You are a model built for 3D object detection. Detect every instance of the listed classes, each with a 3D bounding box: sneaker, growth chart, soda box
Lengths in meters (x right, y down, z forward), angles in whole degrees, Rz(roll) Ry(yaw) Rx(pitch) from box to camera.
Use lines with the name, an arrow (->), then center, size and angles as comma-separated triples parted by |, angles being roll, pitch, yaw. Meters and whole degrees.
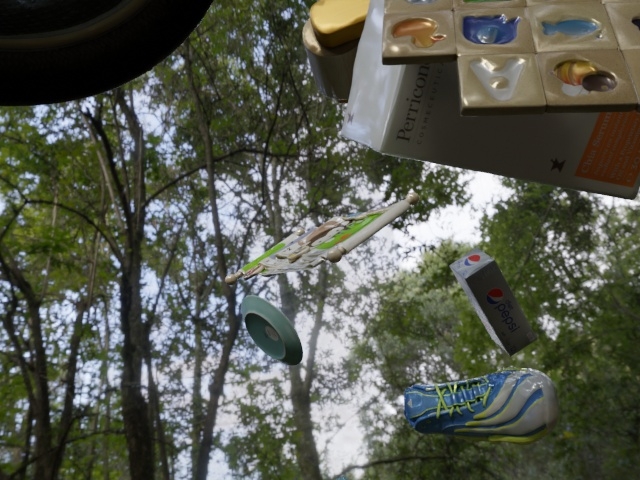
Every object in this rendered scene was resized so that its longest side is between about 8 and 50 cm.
sneaker -> 0.185, 0.219, 0.598 | 0.126, 0.091, 0.240 | 2, -27, -15
growth chart -> 0.000, 0.000, 0.596 | 0.237, 0.021, 0.172 | -15, 18, 48
soda box -> 0.454, 0.162, 1.227 | 0.091, 0.098, 0.286 | -34, -70, 2

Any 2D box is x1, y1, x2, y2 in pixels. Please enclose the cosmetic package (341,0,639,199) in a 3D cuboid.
cosmetic package -> 0.283, -0.213, 0.682 | 0.454, 0.161, 0.229 | 6, -71, -20

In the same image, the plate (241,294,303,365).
plate -> -0.115, 0.204, 1.022 | 0.024, 0.188, 0.188 | -36, -19, -37

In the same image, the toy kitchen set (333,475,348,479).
toy kitchen set -> 0.018, 0.484, 0.761 | 0.166, 0.207, 0.122 | -11, -71, -24

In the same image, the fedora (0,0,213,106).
fedora -> -0.211, -0.231, 0.265 | 0.335, 0.152, 0.333 | -5, -72, -16

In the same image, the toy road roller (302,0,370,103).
toy road roller -> 0.153, -0.326, 0.848 | 0.330, 0.240, 0.202 | -18, -21, 5

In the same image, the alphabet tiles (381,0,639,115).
alphabet tiles -> 0.200, -0.232, 0.402 | 0.286, 0.342, 0.011 | 1, -32, 9
